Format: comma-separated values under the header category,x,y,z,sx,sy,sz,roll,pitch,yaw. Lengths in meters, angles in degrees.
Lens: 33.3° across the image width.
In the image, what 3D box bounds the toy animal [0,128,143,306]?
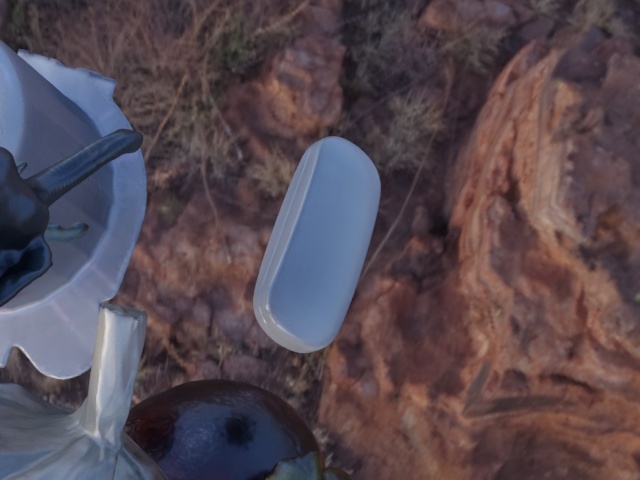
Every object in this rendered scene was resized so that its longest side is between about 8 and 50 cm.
category,x,y,z,sx,sy,sz,roll,pitch,yaw
toy animal,-0.163,0.013,0.389,0.137,0.269,0.082,-32,94,16

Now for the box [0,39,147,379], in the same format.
category,x,y,z,sx,sy,sz,roll,pitch,yaw
box,-0.277,-0.036,0.815,0.262,0.206,0.291,-23,75,1

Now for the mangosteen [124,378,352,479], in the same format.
category,x,y,z,sx,sy,sz,roll,pitch,yaw
mangosteen,-0.073,0.233,0.884,0.265,0.228,0.228,8,54,32

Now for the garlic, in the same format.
category,x,y,z,sx,sy,sz,roll,pitch,yaw
garlic,-0.138,0.133,0.573,0.218,0.218,0.212,33,97,8

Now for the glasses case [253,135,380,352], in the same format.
category,x,y,z,sx,sy,sz,roll,pitch,yaw
glasses case,0.000,0.000,0.861,0.074,0.049,0.193,34,55,-25
